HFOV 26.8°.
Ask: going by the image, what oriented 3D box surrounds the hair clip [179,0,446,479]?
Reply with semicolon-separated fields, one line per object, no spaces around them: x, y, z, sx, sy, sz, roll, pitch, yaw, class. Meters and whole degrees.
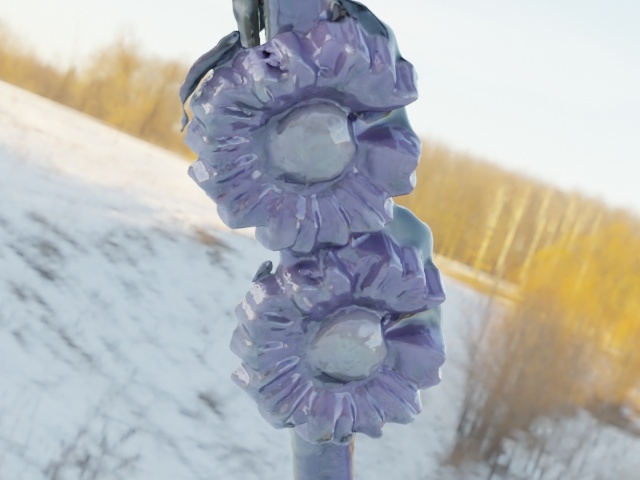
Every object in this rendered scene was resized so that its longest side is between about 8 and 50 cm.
0.000;0.000;0.586;0.106;0.292;0.084;-12;33;-8;hair clip
